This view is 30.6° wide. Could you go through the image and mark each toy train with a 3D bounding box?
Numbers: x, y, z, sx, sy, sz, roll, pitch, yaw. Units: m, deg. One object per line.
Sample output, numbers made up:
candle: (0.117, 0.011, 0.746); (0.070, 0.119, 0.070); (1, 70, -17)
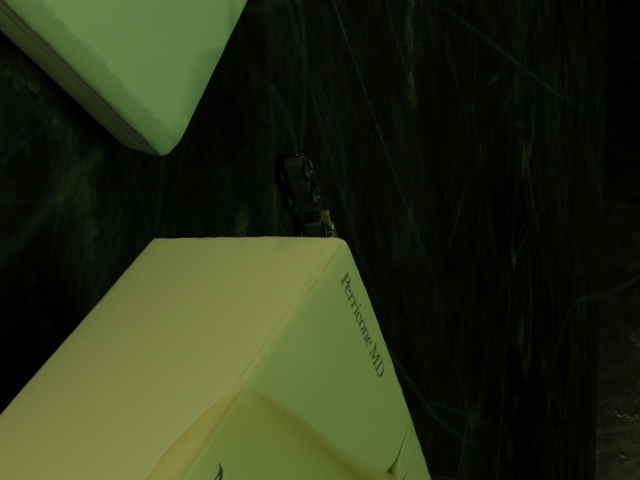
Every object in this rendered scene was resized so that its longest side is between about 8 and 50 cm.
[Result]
toy train: (0.000, 0.000, 0.882); (0.036, 0.027, 0.158); (-83, 160, -54)

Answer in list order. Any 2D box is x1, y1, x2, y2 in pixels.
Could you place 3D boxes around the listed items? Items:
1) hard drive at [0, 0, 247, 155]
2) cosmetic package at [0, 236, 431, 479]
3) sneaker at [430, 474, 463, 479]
hard drive: (-0.107, -0.195, 0.516); (0.203, 0.040, 0.307); (-67, 152, -14)
cosmetic package: (-0.074, 0.149, 0.463); (0.309, 0.113, 0.160); (-55, 134, -44)
sneaker: (0.091, 0.326, 0.991); (0.271, 0.100, 0.108); (-62, 150, -54)
